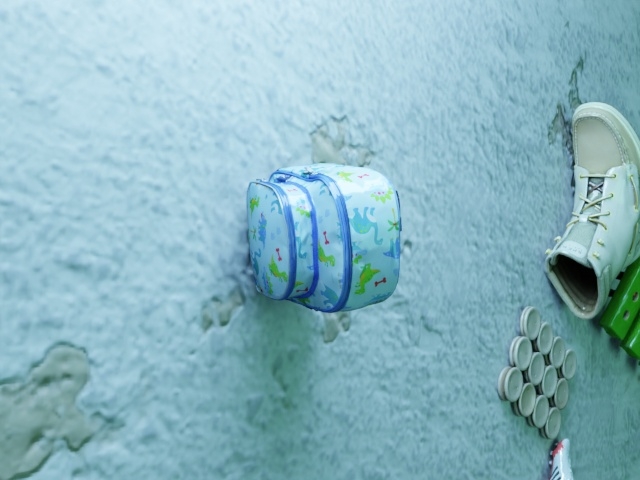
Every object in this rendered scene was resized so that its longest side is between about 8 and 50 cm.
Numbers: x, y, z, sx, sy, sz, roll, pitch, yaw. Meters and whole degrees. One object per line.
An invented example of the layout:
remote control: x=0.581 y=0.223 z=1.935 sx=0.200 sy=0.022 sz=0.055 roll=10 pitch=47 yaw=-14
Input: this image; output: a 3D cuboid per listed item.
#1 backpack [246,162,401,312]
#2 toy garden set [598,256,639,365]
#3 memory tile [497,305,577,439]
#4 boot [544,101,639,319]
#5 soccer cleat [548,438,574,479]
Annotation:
backpack: x=0.000 y=0.000 z=0.583 sx=0.084 sy=0.114 sz=0.105 roll=-7 pitch=98 yaw=-29
toy garden set: x=0.464 y=0.071 z=1.145 sx=0.244 sy=0.049 sz=0.204 roll=38 pitch=78 yaw=-40
memory tile: x=0.244 y=0.150 z=0.941 sx=0.148 sy=0.012 sz=0.113 roll=43 pitch=60 yaw=-41
boot: x=0.311 y=-0.034 z=0.970 sx=0.165 sy=0.077 sz=0.213 roll=-41 pitch=121 yaw=-37
soccer cleat: x=0.277 y=0.266 z=0.962 sx=0.029 sy=0.036 sz=0.083 roll=51 pitch=55 yaw=-36
